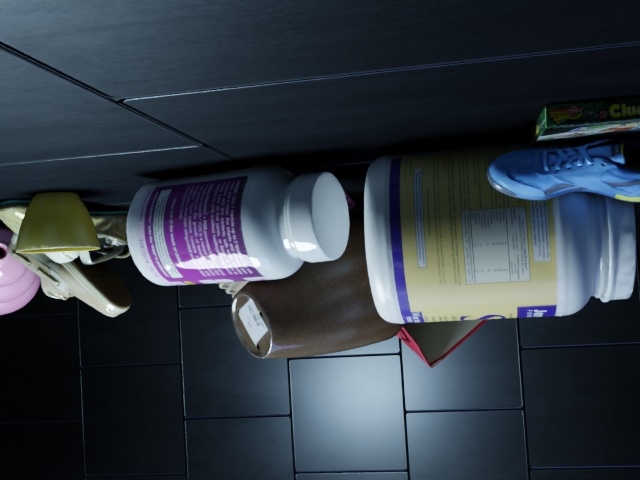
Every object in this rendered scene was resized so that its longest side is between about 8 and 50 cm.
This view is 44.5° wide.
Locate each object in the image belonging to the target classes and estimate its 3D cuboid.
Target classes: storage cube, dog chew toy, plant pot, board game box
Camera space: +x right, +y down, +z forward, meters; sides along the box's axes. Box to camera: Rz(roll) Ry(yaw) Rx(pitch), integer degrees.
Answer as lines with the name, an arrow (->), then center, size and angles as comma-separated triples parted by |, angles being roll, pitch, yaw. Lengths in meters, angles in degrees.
storage cube -> 0.183, 0.071, 1.404 | 0.193, 0.215, 0.183 | 42, 171, 49
dog chew toy -> -0.745, 0.058, 1.802 | 0.207, 0.206, 0.332 | -2, 168, -24
plant pot -> -0.017, 0.095, 1.238 | 0.230, 0.215, 0.215 | -19, -174, -36
plant pot -> -0.441, -0.030, 1.308 | 0.134, 0.095, 0.134 | -4, 177, 0
board game box -> 0.377, -0.138, 0.880 | 0.260, 0.030, 0.136 | -4, 175, 8

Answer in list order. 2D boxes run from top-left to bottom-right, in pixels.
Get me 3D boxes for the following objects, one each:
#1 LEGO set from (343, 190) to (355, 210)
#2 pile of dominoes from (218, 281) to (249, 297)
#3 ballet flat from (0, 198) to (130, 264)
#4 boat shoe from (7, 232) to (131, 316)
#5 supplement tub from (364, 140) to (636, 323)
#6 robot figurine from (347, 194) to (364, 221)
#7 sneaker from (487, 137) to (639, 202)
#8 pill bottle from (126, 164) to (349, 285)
LEGO set -> -0.053, -0.040, 1.278 | 0.227, 0.087, 0.093 | -36, 168, -14
pile of dominoes -> -0.127, 0.003, 1.404 | 0.196, 0.040, 0.251 | -37, 151, 1
ballet flat -> -0.466, -0.010, 1.489 | 0.123, 0.123, 0.348 | -5, 176, 21
boat shoe -> -0.507, 0.068, 1.566 | 0.302, 0.098, 0.109 | 36, -168, 15
supplement tub -> 0.239, -0.012, 1.073 | 0.331, 0.241, 0.241 | -4, 177, 12
robot figurine -> 0.000, -0.003, 1.642 | 0.174, 0.209, 0.278 | 13, -176, 28
sneaker -> 0.304, -0.092, 0.917 | 0.209, 0.069, 0.082 | 3, 152, 7
pill bottle -> -0.118, -0.022, 1.149 | 0.302, 0.169, 0.169 | -5, 177, 26
